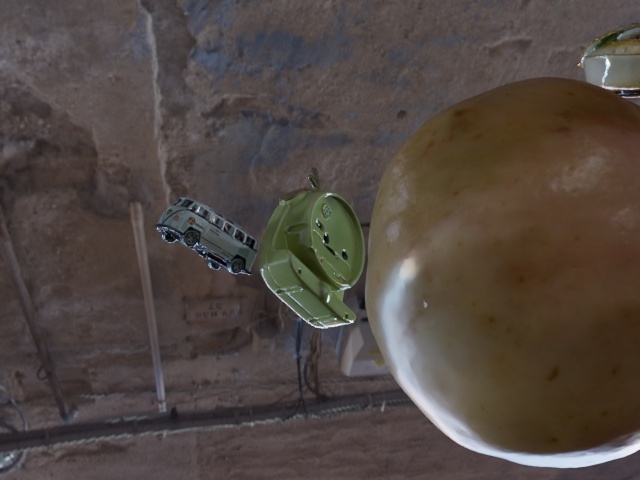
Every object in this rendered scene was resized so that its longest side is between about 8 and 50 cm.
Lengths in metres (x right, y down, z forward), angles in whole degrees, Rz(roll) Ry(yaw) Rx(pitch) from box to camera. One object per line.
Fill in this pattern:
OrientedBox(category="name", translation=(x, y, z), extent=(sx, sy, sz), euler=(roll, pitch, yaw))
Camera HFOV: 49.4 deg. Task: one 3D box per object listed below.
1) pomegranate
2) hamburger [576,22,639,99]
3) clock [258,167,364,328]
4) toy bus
OrientedBox(category="pomegranate", translation=(0.221, 0.039, 0.738), extent=(0.412, 0.411, 0.411), euler=(4, -130, -5))
OrientedBox(category="hamburger", translation=(0.685, -0.386, 1.516), extent=(0.237, 0.237, 0.147), euler=(3, -89, -6))
OrientedBox(category="clock", translation=(0.000, 0.000, 1.381), extent=(0.096, 0.235, 0.307), euler=(-16, -134, 34))
OrientedBox(category="toy bus", translation=(-0.200, -0.009, 1.250), extent=(0.087, 0.194, 0.089), euler=(8, -110, 48))
